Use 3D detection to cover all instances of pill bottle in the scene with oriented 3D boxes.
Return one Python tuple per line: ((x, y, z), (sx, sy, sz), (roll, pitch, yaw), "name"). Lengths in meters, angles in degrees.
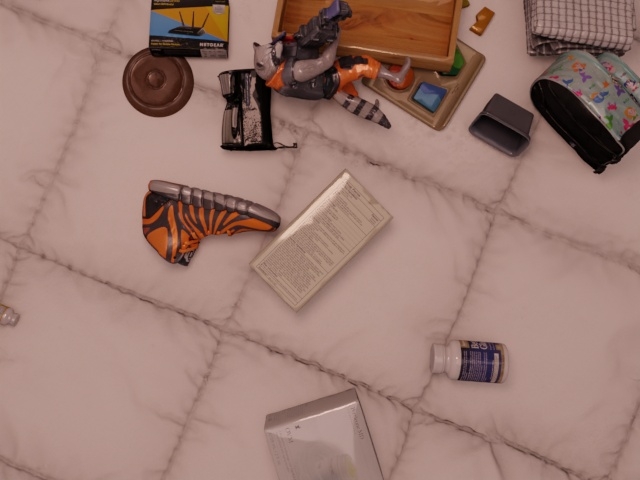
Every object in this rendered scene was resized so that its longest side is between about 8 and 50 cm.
((-0.744, 0.170, 1.666), (0.083, 0.043, 0.043), (23, 90, -2), "pill bottle")
((0.343, 0.279, 1.667), (0.169, 0.094, 0.094), (4, 90, -2), "pill bottle")

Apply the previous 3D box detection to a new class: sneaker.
((-0.257, -0.022, 1.650), (0.321, 0.124, 0.180), (13, 94, 9), "sneaker")

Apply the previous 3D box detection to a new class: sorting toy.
((0.268, -0.443, 1.685), (0.229, 0.041, 0.307), (31, 90, -2), "sorting toy")

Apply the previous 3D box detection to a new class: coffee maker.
((-0.148, -0.298, 1.651), (0.171, 0.120, 0.178), (-1, 92, -22), "coffee maker")

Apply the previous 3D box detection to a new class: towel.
((0.582, -0.545, 1.631), (0.235, 0.121, 0.284), (5, 72, -3), "towel")

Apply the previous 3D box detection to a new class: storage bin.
((0.426, -0.271, 1.673), (0.135, 0.098, 0.091), (30, 62, -1), "storage bin")

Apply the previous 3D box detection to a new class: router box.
((-0.300, -0.491, 1.656), (0.178, 0.046, 0.133), (1, 78, -3), "router box")

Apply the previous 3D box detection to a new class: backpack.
((0.601, -0.306, 1.605), (0.253, 0.225, 0.191), (41, 87, 6), "backpack")

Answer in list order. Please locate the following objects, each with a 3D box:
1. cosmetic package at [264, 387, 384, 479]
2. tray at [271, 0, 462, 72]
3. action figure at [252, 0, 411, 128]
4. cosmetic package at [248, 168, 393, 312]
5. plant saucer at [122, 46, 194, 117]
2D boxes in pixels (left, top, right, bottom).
((0.011, 0.487, 1.642), (0.224, 0.138, 0.224), (-18, 91, -2), "cosmetic package")
((0.109, -0.518, 1.642), (0.410, 0.076, 0.203), (9, 83, 4), "tray")
((0.018, -0.360, 1.518), (0.330, 0.341, 0.179), (9, 81, -16), "action figure")
((0.000, 0.000, 1.648), (0.309, 0.113, 0.160), (-43, 91, -1), "cosmetic package")
((-0.382, -0.373, 1.677), (0.168, 0.029, 0.168), (0, 90, -1), "plant saucer")
